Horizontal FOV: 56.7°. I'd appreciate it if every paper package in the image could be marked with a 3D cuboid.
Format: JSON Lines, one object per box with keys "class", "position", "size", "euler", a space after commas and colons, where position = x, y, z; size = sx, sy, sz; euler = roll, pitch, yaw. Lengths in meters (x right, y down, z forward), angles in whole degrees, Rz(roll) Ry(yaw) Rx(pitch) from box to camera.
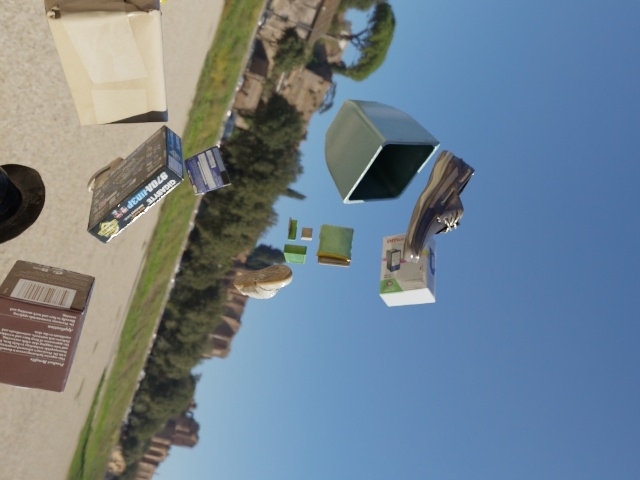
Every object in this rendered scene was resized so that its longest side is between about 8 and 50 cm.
{"class": "paper package", "position": [-0.371, -0.407, 1.046], "size": [0.325, 0.168, 0.309], "euler": [118, -36, -66]}

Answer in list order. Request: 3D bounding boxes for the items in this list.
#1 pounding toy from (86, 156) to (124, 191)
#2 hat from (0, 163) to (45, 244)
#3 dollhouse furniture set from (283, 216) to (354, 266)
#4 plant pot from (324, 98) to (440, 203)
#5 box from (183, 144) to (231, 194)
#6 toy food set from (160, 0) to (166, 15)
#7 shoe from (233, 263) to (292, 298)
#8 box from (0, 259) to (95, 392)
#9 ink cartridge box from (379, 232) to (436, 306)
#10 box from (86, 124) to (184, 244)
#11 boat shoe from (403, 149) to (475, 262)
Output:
{"class": "pounding toy", "position": [-0.741, -0.188, 2.184], "size": [0.154, 0.155, 0.269], "euler": [-52, 169, -16]}
{"class": "hat", "position": [-0.864, -0.109, 1.459], "size": [0.134, 0.332, 0.331], "euler": [76, 19, -54]}
{"class": "dollhouse furniture set", "position": [0.000, 0.000, 2.631], "size": [0.151, 0.302, 0.197], "euler": [93, 3, -71]}
{"class": "plant pot", "position": [0.152, -0.291, 1.798], "size": [0.252, 0.247, 0.247], "euler": [57, -46, 27]}
{"class": "box", "position": [-0.396, -0.239, 2.052], "size": [0.225, 0.037, 0.136], "euler": [-8, -77, 52]}
{"class": "toy food set", "position": [-0.472, -0.681, 1.616], "size": [0.218, 0.071, 0.128], "euler": [-23, 116, -75]}
{"class": "shoe", "position": [-0.128, 0.102, 1.412], "size": [0.076, 0.058, 0.219], "euler": [-40, -163, -33]}
{"class": "box", "position": [-0.588, 0.177, 1.240], "size": [0.167, 0.169, 0.203], "euler": [-118, -133, -64]}
{"class": "ink cartridge box", "position": [0.273, 0.085, 1.840], "size": [0.154, 0.093, 0.212], "euler": [-9, -127, 26]}
{"class": "box", "position": [-0.377, -0.117, 1.209], "size": [0.220, 0.051, 0.175], "euler": [-37, -143, 13]}
{"class": "boat shoe", "position": [0.334, -0.091, 1.642], "size": [0.132, 0.130, 0.355], "euler": [82, 32, -69]}
